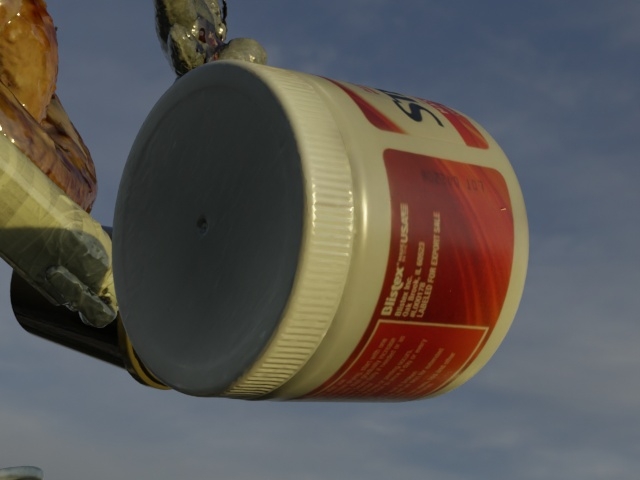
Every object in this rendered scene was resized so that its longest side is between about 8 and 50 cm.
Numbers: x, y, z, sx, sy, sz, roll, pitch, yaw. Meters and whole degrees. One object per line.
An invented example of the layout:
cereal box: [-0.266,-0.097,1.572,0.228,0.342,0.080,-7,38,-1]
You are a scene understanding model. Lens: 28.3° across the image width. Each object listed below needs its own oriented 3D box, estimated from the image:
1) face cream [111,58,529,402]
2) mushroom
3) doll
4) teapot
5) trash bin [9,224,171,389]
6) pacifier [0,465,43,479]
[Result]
face cream: [0.000,0.000,0.791,0.187,0.201,0.201,7,-17,-41]
mushroom: [-0.342,-0.138,1.267,0.195,0.283,0.263,-11,17,2]
doll: [-0.165,-0.303,1.902,0.158,0.341,0.246,-7,17,5]
teapot: [-0.237,-0.004,1.074,0.077,0.107,0.200,-39,-56,4]
trash bin: [-0.239,0.082,1.703,0.333,0.214,0.214,14,-20,29]
pacifier: [-0.362,0.275,1.047,0.238,0.226,0.287,-31,-21,31]
